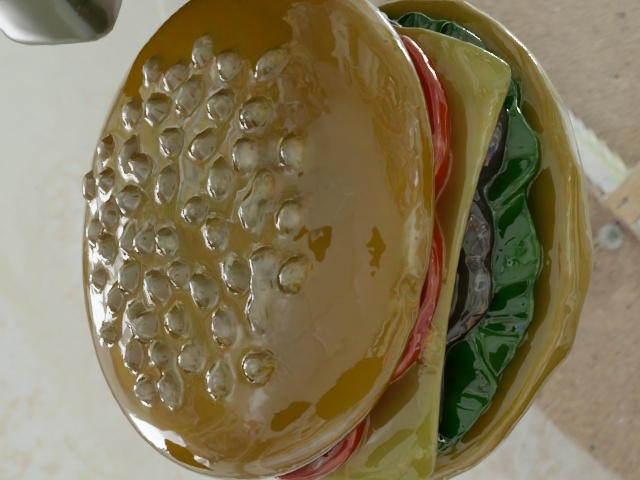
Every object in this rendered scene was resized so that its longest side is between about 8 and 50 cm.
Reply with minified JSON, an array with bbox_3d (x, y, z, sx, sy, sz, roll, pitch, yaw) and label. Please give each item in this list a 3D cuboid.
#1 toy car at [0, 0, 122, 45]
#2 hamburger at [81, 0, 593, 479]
[{"bbox_3d":[-0.101,-0.261,0.535,0.226,0.242,0.336,23,-109,33],"label":"toy car"},{"bbox_3d":[0.000,0.000,0.460,0.162,0.115,0.162,-9,-102,49],"label":"hamburger"}]
